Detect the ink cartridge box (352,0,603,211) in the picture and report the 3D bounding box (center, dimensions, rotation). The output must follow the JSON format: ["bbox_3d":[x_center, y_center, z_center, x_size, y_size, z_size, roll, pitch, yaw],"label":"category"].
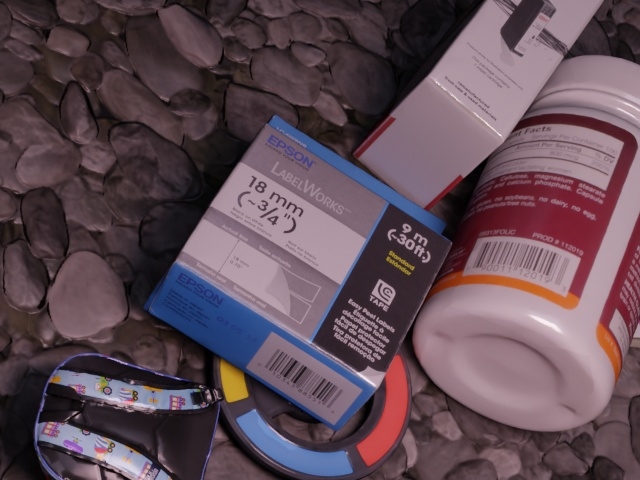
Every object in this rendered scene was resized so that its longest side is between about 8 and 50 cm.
[{"bbox_3d":[0.182,-0.189,2.091,0.114,0.197,0.273,41,55,-3],"label":"ink cartridge box"}]

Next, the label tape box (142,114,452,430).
[{"bbox_3d":[0.000,0.000,1.928,0.241,0.106,0.333,32,49,-3],"label":"label tape box"}]

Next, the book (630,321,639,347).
[{"bbox_3d":[0.387,0.079,2.167,0.144,0.035,0.096,4,61,-23],"label":"book"}]

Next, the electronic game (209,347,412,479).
[{"bbox_3d":[-0.008,0.147,1.924,0.229,0.048,0.229,11,61,-21],"label":"electronic game"}]

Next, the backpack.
[{"bbox_3d":[-0.198,0.196,1.763,0.173,0.117,0.158,20,59,-17],"label":"backpack"}]

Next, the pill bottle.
[{"bbox_3d":[0.268,-0.005,2.030,0.224,0.224,0.392,33,56,-9],"label":"pill bottle"}]
